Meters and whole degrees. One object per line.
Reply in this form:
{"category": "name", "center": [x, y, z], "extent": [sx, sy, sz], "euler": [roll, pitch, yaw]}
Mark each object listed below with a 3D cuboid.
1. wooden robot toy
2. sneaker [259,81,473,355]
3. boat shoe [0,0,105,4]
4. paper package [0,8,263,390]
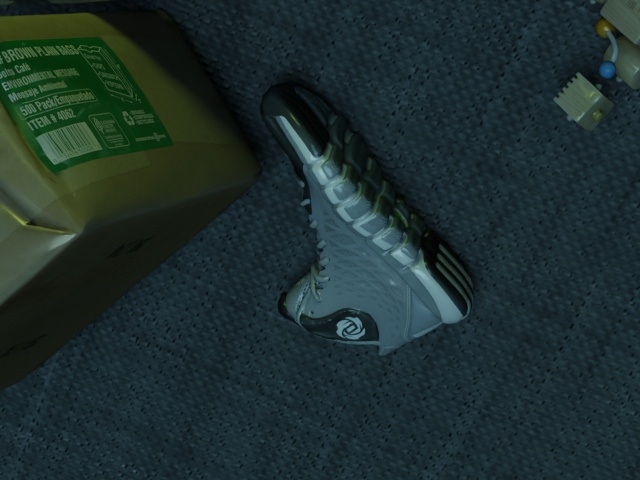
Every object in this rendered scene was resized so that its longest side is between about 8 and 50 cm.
{"category": "wooden robot toy", "center": [0.217, -0.166, 1.239], "extent": [0.079, 0.076, 0.173], "euler": [47, 118, 31]}
{"category": "sneaker", "center": [0.000, 0.000, 1.326], "extent": [0.132, 0.086, 0.228], "euler": [-35, 101, 24]}
{"category": "boat shoe", "center": [-0.169, -0.231, 1.259], "extent": [0.341, 0.110, 0.121], "euler": [-1, 96, 16]}
{"category": "paper package", "center": [-0.237, -0.011, 1.228], "extent": [0.309, 0.325, 0.168], "euler": [-39, 84, 21]}
